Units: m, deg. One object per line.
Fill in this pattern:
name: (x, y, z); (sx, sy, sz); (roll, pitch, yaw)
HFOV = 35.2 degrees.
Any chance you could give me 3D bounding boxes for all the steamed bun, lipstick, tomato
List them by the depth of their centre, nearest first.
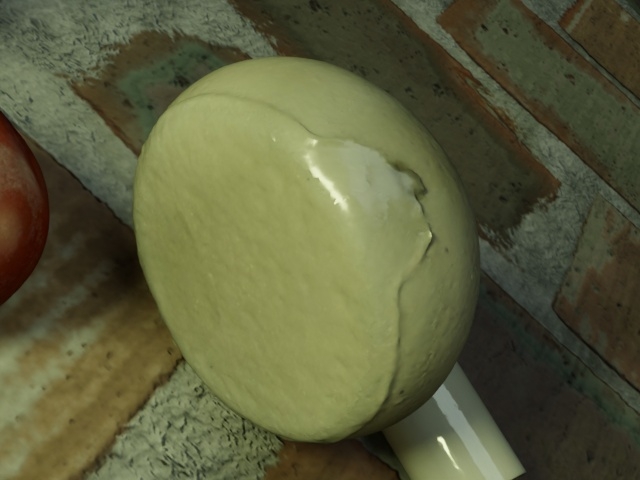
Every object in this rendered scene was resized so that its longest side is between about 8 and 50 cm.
tomato: (-0.261, -0.038, 0.664); (0.187, 0.151, 0.187); (28, 35, -23)
steamed bun: (0.000, 0.000, 0.748); (0.177, 0.283, 0.283); (-25, 73, -42)
lipstick: (0.052, 0.081, 0.878); (0.087, 0.087, 0.326); (-11, 63, -46)
